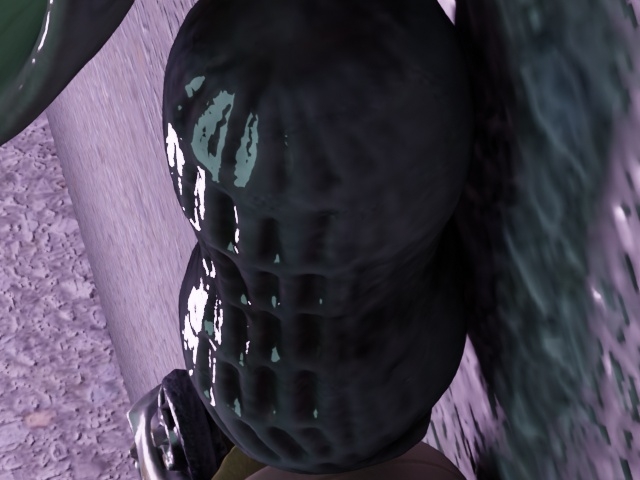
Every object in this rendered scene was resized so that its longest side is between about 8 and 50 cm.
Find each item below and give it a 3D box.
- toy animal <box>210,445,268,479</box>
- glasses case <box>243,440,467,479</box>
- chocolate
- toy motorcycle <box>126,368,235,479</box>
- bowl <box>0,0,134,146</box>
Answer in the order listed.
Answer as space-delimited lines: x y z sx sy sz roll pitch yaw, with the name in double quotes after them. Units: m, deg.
-0.026 0.200 0.852 0.103 0.101 0.218 -161 55 -77 "toy animal"
0.021 0.149 0.540 0.050 0.083 0.196 -122 20 -65 "glasses case"
0.000 0.000 0.445 0.167 0.072 0.072 88 163 -56 "chocolate"
-0.068 0.161 1.129 0.152 0.073 0.225 -124 21 -66 "toy motorcycle"
-0.147 -0.178 0.517 0.307 0.163 0.307 26 143 22 "bowl"
